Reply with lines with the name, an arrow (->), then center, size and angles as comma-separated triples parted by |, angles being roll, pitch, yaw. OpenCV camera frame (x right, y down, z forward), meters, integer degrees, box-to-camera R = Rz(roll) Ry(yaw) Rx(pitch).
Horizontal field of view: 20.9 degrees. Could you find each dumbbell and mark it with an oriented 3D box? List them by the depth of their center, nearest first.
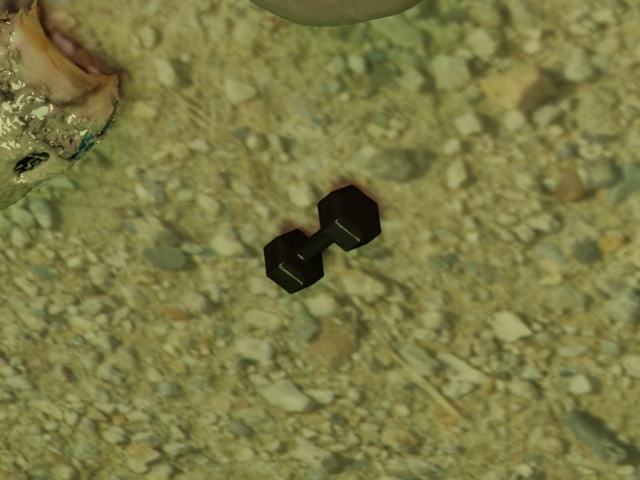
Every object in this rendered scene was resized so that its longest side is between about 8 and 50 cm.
dumbbell -> 0.000, 0.000, 1.045 | 0.083, 0.040, 0.036 | -38, 80, 43

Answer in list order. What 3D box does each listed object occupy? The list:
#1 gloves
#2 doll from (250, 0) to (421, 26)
gloves -> -0.198, -0.074, 1.029 | 0.114, 0.070, 0.153 | 43, 136, -21
doll -> -0.010, -0.236, 0.745 | 0.151, 0.151, 0.287 | 1, 127, 22
